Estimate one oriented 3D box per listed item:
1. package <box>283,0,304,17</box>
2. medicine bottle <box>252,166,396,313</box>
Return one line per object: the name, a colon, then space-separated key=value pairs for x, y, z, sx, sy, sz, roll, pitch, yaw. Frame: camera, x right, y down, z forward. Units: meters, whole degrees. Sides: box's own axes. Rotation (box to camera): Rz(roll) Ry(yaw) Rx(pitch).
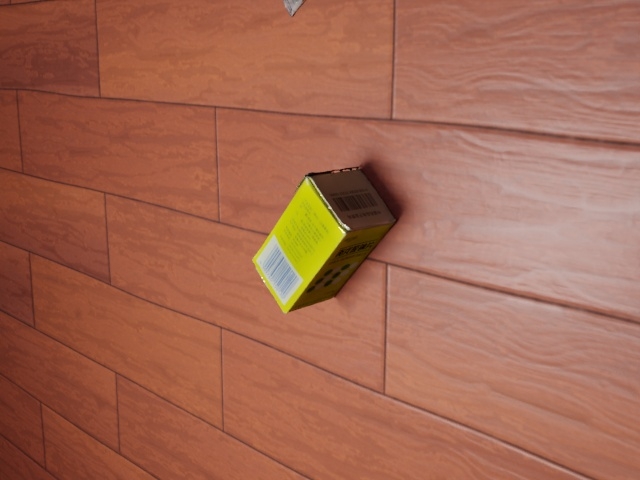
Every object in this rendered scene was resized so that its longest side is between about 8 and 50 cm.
package: x=-0.032 y=-0.455 z=1.510 sx=0.110 sy=0.015 sz=0.037 roll=-34 pitch=79 yaw=47
medicine bottle: x=0.000 y=0.000 z=1.487 sx=0.141 sy=0.137 sz=0.250 roll=58 pitch=134 yaw=23
